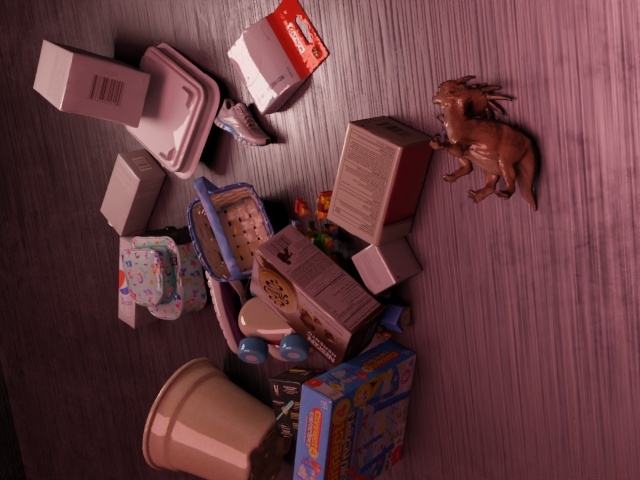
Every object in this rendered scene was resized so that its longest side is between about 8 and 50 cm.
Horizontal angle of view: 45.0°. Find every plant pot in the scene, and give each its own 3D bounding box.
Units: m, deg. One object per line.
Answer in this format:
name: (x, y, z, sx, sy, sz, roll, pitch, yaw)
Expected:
plant pot: (-0.259, 0.532, 2.115, 0.305, 0.333, 0.334, 19, 116, 26)

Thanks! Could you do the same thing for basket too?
basket: (-0.216, -0.016, 1.886, 0.201, 0.289, 0.255, -21, 81, 1)

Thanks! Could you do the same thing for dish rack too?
dish rack: (-0.420, -0.354, 2.082, 0.333, 0.072, 0.286, 42, 119, 35)

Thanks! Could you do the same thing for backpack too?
backpack: (-0.442, 0.104, 2.224, 0.225, 0.191, 0.254, 0, 108, 42)

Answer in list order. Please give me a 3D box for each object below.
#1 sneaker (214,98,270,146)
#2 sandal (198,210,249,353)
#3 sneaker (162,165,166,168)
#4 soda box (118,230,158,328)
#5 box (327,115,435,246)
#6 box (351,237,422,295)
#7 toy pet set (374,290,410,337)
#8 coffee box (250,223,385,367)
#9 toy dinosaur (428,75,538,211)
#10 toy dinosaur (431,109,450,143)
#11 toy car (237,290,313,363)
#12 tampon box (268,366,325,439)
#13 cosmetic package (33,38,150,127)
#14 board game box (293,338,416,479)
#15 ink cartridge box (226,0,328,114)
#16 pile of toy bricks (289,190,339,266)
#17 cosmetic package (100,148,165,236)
sneaker: (-0.193, -0.299, 1.938, 0.190, 0.071, 0.083, 34, 118, 31)
sandal: (-0.241, 0.104, 2.079, 0.102, 0.169, 0.417, -13, 95, 4)
sneaker: (-0.431, -0.274, 2.182, 0.070, 0.050, 0.134, 45, 131, 34)
soda box: (-0.560, 0.122, 2.393, 0.091, 0.098, 0.287, 26, 120, 35)
box: (0.127, -0.129, 1.648, 0.148, 0.126, 0.233, 32, 123, 32)
box: (0.146, 0.052, 1.705, 0.087, 0.102, 0.101, -36, 78, 46)
toy pet set: (0.145, 0.178, 1.771, 0.114, 0.065, 0.122, 12, 112, 40)
coffee box: (-0.013, 0.129, 1.750, 0.297, 0.118, 0.168, 41, 147, 18)
toy dinosaur: (0.326, -0.190, 1.461, 0.295, 0.200, 0.127, 35, 167, 4)
toy dinosaur: (0.260, -0.238, 1.566, 0.090, 0.047, 0.082, 33, 121, -9)
toy car: (-0.073, 0.234, 1.946, 0.210, 0.219, 0.238, -7, 143, 20)
tampon box: (-0.048, 0.423, 2.004, 0.120, 0.101, 0.161, -3, 101, 43)
cosmetic package: (-0.631, -0.433, 2.107, 0.385, 0.217, 0.156, 31, 107, 57)
board game box: (0.078, 0.417, 1.745, 0.086, 0.301, 0.309, 23, 118, 36)
ink cartridge box: (-0.108, -0.439, 1.823, 0.232, 0.066, 0.189, -41, 74, 47)
pile of toy bricks: (0.000, 0.000, 1.804, 0.105, 0.118, 0.212, 39, 132, 52)
cosmetic package: (-0.563, -0.141, 2.312, 0.127, 0.107, 0.238, 49, 133, 21)
